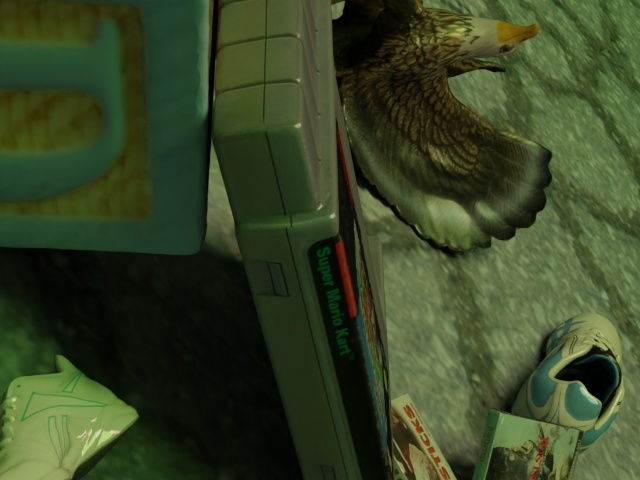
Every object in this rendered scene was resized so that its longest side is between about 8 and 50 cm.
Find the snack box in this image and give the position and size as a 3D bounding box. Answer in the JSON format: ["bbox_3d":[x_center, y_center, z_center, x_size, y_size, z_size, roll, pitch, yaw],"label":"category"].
[{"bbox_3d":[0.084,0.193,1.066,0.178,0.022,0.064,60,27,10],"label":"snack box"}]

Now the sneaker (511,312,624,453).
[{"bbox_3d":[0.229,0.116,1.306,0.085,0.086,0.237,52,27,-2],"label":"sneaker"}]

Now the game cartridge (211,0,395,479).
[{"bbox_3d":[0.000,0.000,0.915,0.230,0.068,0.355,-97,176,-46],"label":"game cartridge"}]

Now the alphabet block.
[{"bbox_3d":[-0.148,-0.128,0.807,0.192,0.193,0.197,4,45,-4],"label":"alphabet block"}]

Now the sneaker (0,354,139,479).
[{"bbox_3d":[-0.150,0.107,0.779,0.061,0.054,0.152,45,23,0],"label":"sneaker"}]

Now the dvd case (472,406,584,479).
[{"bbox_3d":[0.153,0.176,1.148,0.119,0.013,0.087,19,84,-49],"label":"dvd case"}]

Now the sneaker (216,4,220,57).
[{"bbox_3d":[-0.157,-0.225,1.094,0.279,0.107,0.118,47,48,-9],"label":"sneaker"}]

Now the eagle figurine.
[{"bbox_3d":[0.081,-0.145,1.299,0.226,0.225,0.298,-57,152,-19],"label":"eagle figurine"}]
